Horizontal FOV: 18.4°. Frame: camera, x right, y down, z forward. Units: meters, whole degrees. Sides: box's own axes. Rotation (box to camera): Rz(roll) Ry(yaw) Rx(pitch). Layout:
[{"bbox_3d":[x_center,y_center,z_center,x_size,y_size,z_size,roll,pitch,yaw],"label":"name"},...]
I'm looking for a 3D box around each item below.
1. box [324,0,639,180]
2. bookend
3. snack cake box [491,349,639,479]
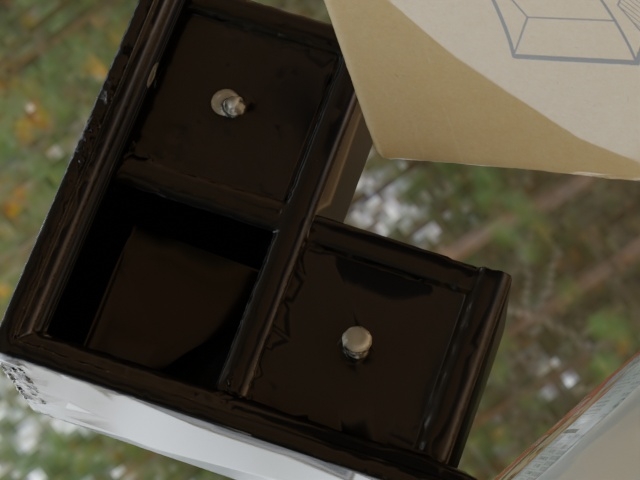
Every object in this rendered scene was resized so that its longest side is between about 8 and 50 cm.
[{"bbox_3d":[0.058,-0.099,0.509,0.021,0.164,0.201,-54,-43,-37],"label":"box"},{"bbox_3d":[0.000,0.000,0.636,0.157,0.156,0.072,18,162,9],"label":"bookend"},{"bbox_3d":[0.127,0.118,0.844,0.089,0.152,0.264,47,177,6],"label":"snack cake box"}]
